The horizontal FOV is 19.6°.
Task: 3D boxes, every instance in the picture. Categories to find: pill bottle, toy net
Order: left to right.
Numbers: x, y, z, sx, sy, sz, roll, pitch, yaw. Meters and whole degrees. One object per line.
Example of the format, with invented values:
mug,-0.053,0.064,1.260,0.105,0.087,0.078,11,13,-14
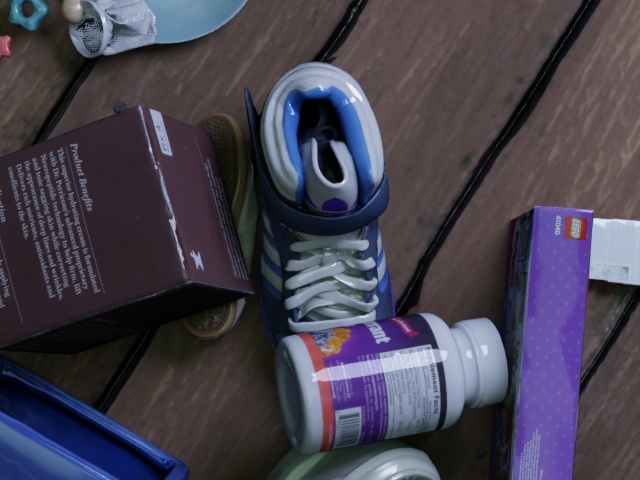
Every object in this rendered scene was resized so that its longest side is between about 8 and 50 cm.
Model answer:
toy net,-0.272,-0.215,1.769,0.232,0.045,0.122,19,97,12
pill bottle,0.064,0.123,1.658,0.194,0.108,0.108,-9,87,-15

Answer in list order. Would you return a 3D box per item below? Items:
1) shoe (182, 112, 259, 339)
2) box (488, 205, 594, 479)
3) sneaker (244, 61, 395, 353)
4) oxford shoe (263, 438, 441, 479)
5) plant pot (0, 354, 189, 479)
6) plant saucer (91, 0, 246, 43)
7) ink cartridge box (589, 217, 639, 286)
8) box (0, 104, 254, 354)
shoe,-0.100,-0.012,1.783,0.077,0.058,0.219,0,83,21
box,0.199,0.120,1.694,0.057,0.201,0.293,5,88,0
sneaker,0.000,0.000,1.684,0.130,0.236,0.322,-4,87,1
oxford shoe,-0.078,0.332,1.732,0.449,0.169,0.130,-44,48,6
plant pot,-0.278,0.253,1.685,0.236,0.236,0.212,30,94,2
plant saucer,-0.149,-0.284,1.800,0.195,0.037,0.195,0,86,1
ink cartridge box,0.296,0.012,1.784,0.115,0.029,0.062,6,88,2
box,-0.198,-0.003,1.691,0.203,0.167,0.168,-18,79,15
